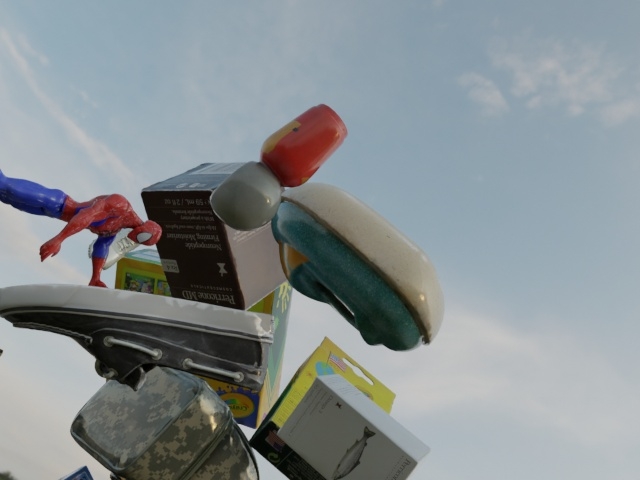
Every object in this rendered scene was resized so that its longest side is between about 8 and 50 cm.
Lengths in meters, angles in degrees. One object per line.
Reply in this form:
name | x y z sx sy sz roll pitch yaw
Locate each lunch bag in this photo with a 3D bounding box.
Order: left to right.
lunch bag | -0.268 0.378 1.141 0.305 0.212 0.256 4 -43 49

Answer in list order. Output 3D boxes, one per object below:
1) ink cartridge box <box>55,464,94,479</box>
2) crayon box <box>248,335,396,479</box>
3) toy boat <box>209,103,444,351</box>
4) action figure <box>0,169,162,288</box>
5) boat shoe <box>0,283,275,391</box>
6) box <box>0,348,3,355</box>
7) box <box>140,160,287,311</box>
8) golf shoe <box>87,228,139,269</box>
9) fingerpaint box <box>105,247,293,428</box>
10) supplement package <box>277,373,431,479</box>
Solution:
ink cartridge box | -0.434 0.630 1.064 0.395 0.151 0.270 63 7 4
crayon box | 0.019 0.337 1.189 0.202 0.318 0.081 41 -63 2
toy boat | 0.000 0.000 0.696 0.267 0.148 0.318 39 -13 39
action figure | -0.336 -0.012 0.742 0.280 0.139 0.091 14 -20 -13
boat shoe | -0.204 0.111 0.683 0.301 0.102 0.108 9 -13 -8
box | -0.850 0.287 1.406 0.164 0.201 0.021 41 2 -33
box | -0.158 -0.015 1.036 0.169 0.167 0.203 2 -67 34
golf shoe | -0.434 0.003 1.361 0.086 0.176 0.069 -26 -76 21
fingerpaint box | -0.319 0.245 1.651 0.445 0.371 0.163 10 9 16
supplement package | 0.049 0.286 0.886 0.179 0.105 0.105 35 3 21
